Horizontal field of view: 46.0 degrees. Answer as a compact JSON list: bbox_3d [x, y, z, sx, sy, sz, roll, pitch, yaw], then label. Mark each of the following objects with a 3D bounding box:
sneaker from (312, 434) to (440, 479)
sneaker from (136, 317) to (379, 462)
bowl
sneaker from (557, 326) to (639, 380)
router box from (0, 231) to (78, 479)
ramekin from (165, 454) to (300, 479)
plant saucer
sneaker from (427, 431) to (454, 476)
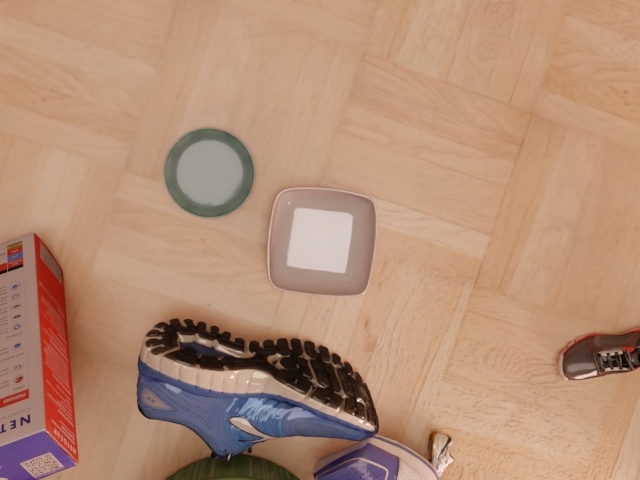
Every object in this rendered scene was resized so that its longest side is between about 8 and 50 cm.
[{"bbox_3d":[0.119,0.409,0.951,0.127,0.182,0.315,-34,105,23],"label":"sneaker"},{"bbox_3d":[-0.082,0.210,0.988,0.330,0.129,0.147,17,116,-13],"label":"sneaker"},{"bbox_3d":[0.000,0.000,1.001,0.142,0.053,0.142,6,95,-6],"label":"bowl"},{"bbox_3d":[0.408,0.157,1.044,0.158,0.065,0.061,-18,96,-4],"label":"sneaker"},{"bbox_3d":[-0.461,0.169,0.858,0.336,0.301,0.082,-20,137,-3],"label":"router box"},{"bbox_3d":[-0.117,0.429,0.975,0.304,0.148,0.303,0,94,-6],"label":"ramekin"},{"bbox_3d":[-0.146,-0.089,0.996,0.120,0.021,0.119,0,94,-5],"label":"plant saucer"},{"bbox_3d":[0.167,0.311,1.050,0.037,0.032,0.083,8,94,-6],"label":"sneaker"}]
